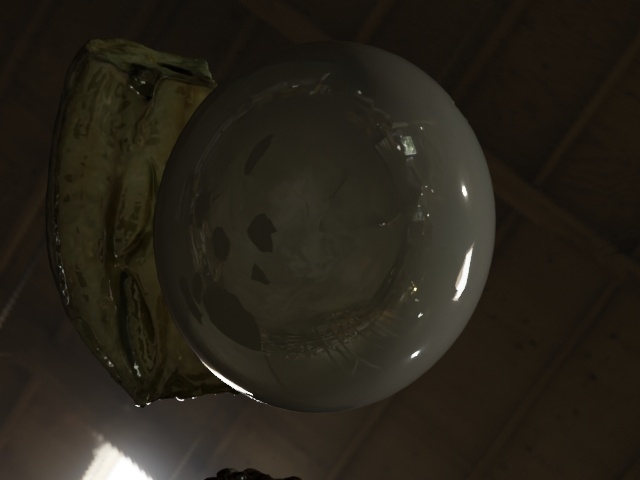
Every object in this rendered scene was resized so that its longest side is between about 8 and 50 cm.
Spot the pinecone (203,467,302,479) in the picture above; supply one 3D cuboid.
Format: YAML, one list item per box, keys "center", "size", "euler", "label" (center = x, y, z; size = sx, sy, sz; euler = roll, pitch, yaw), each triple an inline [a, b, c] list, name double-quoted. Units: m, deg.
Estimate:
- center: [-0.060, 0.340, 1.149]
  size: [0.246, 0.246, 0.292]
  euler: [30, -75, 20]
  label: "pinecone"

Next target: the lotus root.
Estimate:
- center: [-0.145, -0.021, 1.205]
  size: [0.210, 0.142, 0.314]
  euler: [-4, -79, -19]
  label: "lotus root"

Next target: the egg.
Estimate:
- center: [0.000, 0.000, 0.594]
  size: [0.146, 0.146, 0.198]
  euler: [46, -29, 15]
  label: "egg"
